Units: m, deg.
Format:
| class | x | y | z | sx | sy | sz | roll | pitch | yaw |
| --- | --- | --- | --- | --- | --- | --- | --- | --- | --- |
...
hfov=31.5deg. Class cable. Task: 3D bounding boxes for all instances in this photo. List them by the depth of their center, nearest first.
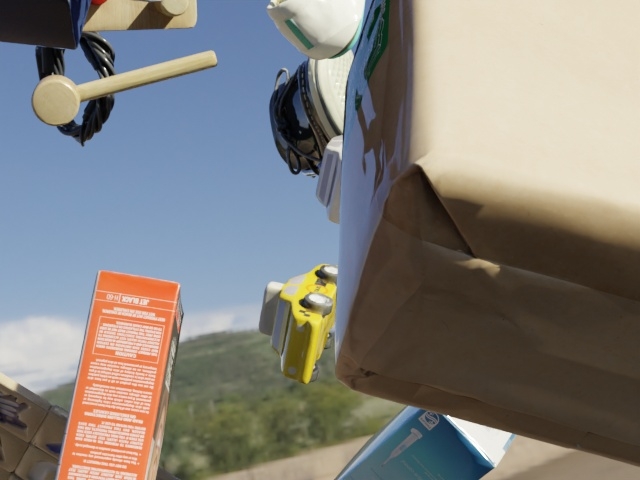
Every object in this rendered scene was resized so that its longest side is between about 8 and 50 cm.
| class | x | y | z | sx | sy | sz | roll | pitch | yaw |
| --- | --- | --- | --- | --- | --- | --- | --- | --- | --- |
| cable | -0.349 | -0.229 | 1.650 | 0.150 | 0.185 | 0.047 | -1 | 10 | 36 |

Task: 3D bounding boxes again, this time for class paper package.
| class | x | y | z | sx | sy | sz | roll | pitch | yaw |
| --- | --- | --- | --- | --- | --- | --- | --- | --- | --- |
| paper package | 0.169 | -0.040 | 0.675 | 0.309 | 0.325 | 0.168 | 16 | -51 | -8 |

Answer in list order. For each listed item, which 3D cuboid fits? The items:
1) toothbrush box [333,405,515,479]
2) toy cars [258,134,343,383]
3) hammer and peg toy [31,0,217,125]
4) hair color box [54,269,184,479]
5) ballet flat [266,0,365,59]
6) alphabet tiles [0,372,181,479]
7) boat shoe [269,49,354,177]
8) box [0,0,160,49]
| class | x | y | z | sx | sy | sz | roll | pitch | yaw |
| --- | --- | --- | --- | --- | --- | --- | --- | --- | --- |
| toothbrush box | 0.148 | 0.302 | 1.614 | 0.295 | 0.126 | 0.216 | -47 | -6 | 33 |
| toy cars | 0.000 | 0.000 | 1.382 | 0.087 | 0.394 | 0.176 | 14 | -28 | 6 |
| hammer and peg toy | -0.275 | -0.333 | 1.411 | 0.265 | 0.362 | 0.127 | -6 | 14 | -16 |
| hair color box | -0.100 | 0.093 | 0.560 | 0.043 | 0.141 | 0.072 | 9 | -16 | -2 |
| ballet flat | 0.004 | -0.424 | 1.453 | 0.139 | 0.400 | 0.139 | 6 | -23 | 3 |
| alphabet tiles | -0.229 | 0.218 | 0.891 | 0.285 | 0.011 | 0.342 | 32 | -42 | -6 |
| boat shoe | -0.002 | -0.184 | 1.777 | 0.155 | 0.187 | 0.500 | -9 | -3 | 2 |
| box | -0.161 | -0.143 | 0.458 | 0.225 | 0.136 | 0.036 | 5 | -34 | 0 |
